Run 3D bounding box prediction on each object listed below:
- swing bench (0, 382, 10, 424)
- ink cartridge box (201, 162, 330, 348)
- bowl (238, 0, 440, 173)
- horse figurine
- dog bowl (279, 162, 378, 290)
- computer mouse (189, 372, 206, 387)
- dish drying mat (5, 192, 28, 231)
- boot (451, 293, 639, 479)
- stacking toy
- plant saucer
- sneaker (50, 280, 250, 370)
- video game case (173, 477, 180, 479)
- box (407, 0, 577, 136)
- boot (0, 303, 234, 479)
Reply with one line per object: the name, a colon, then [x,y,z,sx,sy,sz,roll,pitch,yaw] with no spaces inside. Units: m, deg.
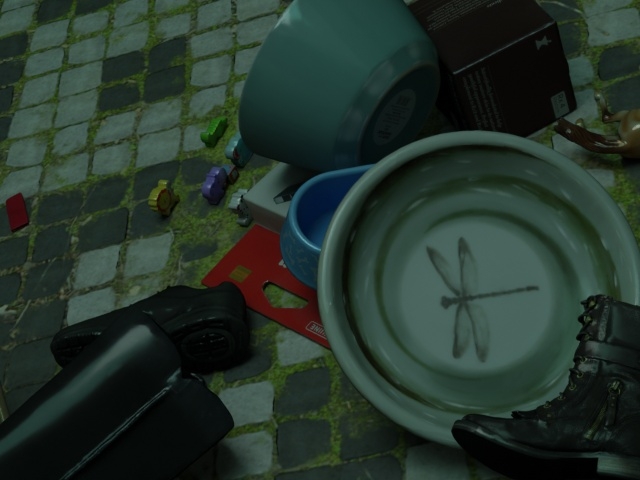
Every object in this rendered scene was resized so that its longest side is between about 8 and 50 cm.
swing bench: [-0.536,0.273,1.904,0.253,0.254,0.165,-20,2,3]
ink cartridge box: [0.000,0.000,2.031,0.296,0.066,0.261,24,59,40]
bowl: [0.050,-0.210,1.994,0.163,0.311,0.311,36,68,24]
horse figurine: [0.460,-0.180,1.999,0.263,0.066,0.174,-29,36,-8]
dog bowl: [0.092,-0.030,1.907,0.297,0.074,0.166,-10,57,-5]
computer mouse: [-0.270,0.219,1.960,0.242,0.041,0.071,-7,62,9]
dish drying mat: [-0.495,-0.046,2.351,0.032,0.008,0.083,-26,43,0]
boot: [0.298,0.167,1.661,0.263,0.091,0.229,12,63,8]
stacking toy: [-0.145,-0.117,2.227,0.167,0.052,0.221,8,50,31]
plant saucer: [0.194,0.066,1.773,0.400,0.100,0.400,1,74,-2]
sneaker: [-0.232,0.126,2.000,0.286,0.109,0.130,-8,34,8]
video game case: [-0.253,0.392,1.783,0.173,0.022,0.190,-17,43,9]
box: [0.243,-0.267,2.109,0.167,0.168,0.203,-27,41,-4]
boot: [-0.378,0.229,1.750,0.445,0.367,0.146,-38,11,-10]
